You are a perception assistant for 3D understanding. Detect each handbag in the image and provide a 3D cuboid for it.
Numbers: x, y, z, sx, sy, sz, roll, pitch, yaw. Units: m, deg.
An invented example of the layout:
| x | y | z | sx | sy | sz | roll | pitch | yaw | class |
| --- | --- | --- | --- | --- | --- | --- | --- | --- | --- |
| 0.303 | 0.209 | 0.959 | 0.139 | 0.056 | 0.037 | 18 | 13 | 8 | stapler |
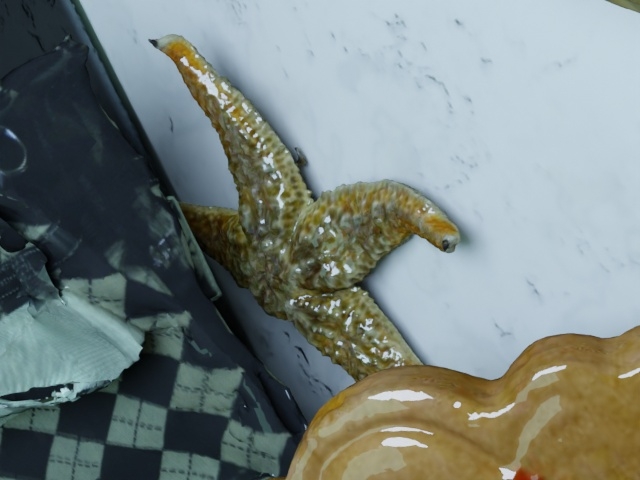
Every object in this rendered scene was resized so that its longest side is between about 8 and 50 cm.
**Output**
| x | y | z | sx | sy | sz | roll | pitch | yaw | class |
| --- | --- | --- | --- | --- | --- | --- | --- | --- | --- |
| -0.101 | 0.111 | 0.834 | 0.416 | 0.180 | 0.317 | 52 | 141 | -9 | handbag |

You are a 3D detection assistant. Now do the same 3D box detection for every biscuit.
| x | y | z | sx | sy | sz | roll | pitch | yaw | class |
| --- | --- | --- | --- | --- | --- | --- | --- | --- | --- |
| 0.057 | 0.157 | 0.674 | 0.334 | 0.047 | 0.202 | -36 | 103 | 24 | biscuit |

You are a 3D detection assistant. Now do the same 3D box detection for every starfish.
| x | y | z | sx | sy | sz | roll | pitch | yaw | class |
| --- | --- | --- | --- | --- | --- | --- | --- | --- | --- |
| 0.002 | -0.002 | 0.778 | 0.247 | 0.050 | 0.138 | 33 | 136 | 21 | starfish |

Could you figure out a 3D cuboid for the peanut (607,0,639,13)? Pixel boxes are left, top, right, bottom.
| x | y | z | sx | sy | sz | roll | pitch | yaw | class |
| --- | --- | --- | --- | --- | --- | --- | --- | --- | --- |
| 0.112 | -0.178 | 0.484 | 0.197 | 0.110 | 0.233 | 44 | 137 | 24 | peanut |
